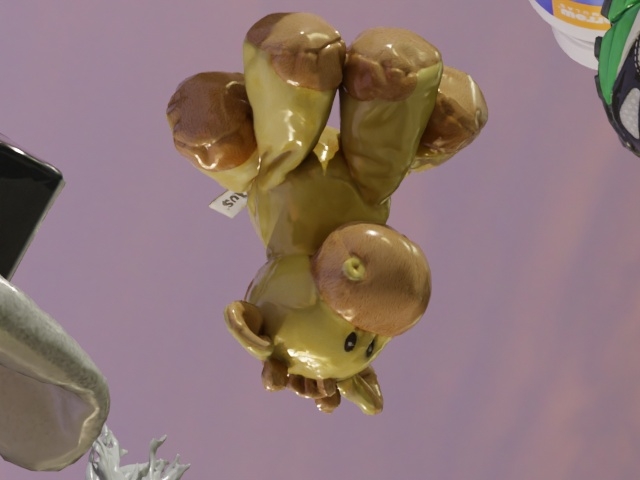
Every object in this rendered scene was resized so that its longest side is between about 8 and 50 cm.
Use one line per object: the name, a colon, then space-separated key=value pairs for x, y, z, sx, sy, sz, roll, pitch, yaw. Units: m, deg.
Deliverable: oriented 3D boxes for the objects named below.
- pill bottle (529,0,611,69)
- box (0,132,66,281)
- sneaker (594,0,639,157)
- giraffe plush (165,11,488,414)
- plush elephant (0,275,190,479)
pill bottle: x=0.221 y=-0.245 z=1.489 sx=0.152 sy=0.152 sz=0.272 roll=-61 pitch=-22 yaw=-21
box: x=-0.442 y=-0.074 z=1.407 sx=0.395 sy=0.293 sz=0.212 roll=26 pitch=-87 yaw=-46
sneaker: x=0.267 y=-0.139 z=0.858 sx=0.343 sy=0.146 sz=0.134 roll=-39 pitch=-25 yaw=25
giraffe plush: x=0.000 y=0.000 z=1.105 sx=0.210 sy=0.181 sz=0.170 roll=127 pitch=145 yaw=-49
plush elephant: x=-0.209 y=0.096 z=0.756 sx=0.330 sy=0.272 sz=0.255 roll=-38 pitch=-65 yaw=-32
